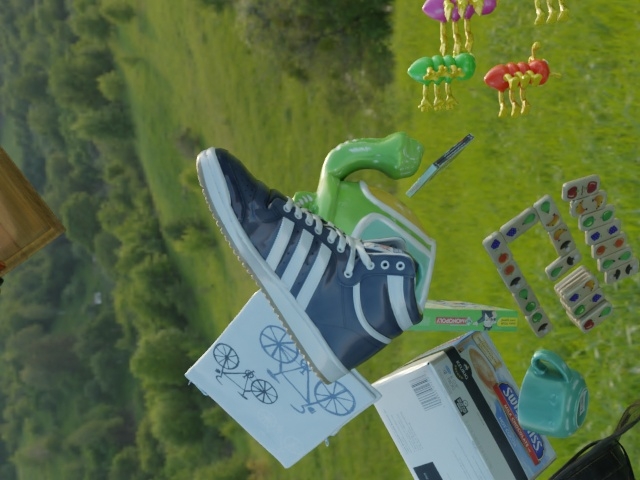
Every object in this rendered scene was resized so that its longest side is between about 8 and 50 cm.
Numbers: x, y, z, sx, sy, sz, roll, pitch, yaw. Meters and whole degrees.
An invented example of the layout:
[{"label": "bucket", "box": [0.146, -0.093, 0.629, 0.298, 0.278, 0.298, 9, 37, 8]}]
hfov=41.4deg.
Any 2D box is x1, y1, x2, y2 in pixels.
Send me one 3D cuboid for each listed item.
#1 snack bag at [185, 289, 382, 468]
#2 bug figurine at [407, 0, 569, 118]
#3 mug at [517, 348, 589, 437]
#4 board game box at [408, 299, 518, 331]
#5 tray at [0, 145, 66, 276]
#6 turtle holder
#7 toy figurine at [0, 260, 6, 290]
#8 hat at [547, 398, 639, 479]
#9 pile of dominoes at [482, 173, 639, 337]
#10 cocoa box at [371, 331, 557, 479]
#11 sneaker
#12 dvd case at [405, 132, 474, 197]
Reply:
[{"label": "snack bag", "box": [-0.086, 0.298, 1.755, 0.323, 0.037, 0.342, 42, 126, 1]}, {"label": "bug figurine", "box": [0.223, -0.256, 1.056, 0.279, 0.216, 0.072, 96, 165, -64]}, {"label": "mug", "box": [0.419, 0.282, 1.512, 0.097, 0.158, 0.129, 10, 68, 32]}, {"label": "board game box", "box": [0.205, 0.149, 1.714, 0.213, 0.317, 0.046, -174, 87, -68]}, {"label": "tray", "box": [-0.548, -0.118, 1.118, 0.411, 0.203, 0.076, 56, 163, -14]}, {"label": "turtle holder", "box": [0.060, 0.009, 1.332, 0.243, 0.227, 0.320, 102, -179, -62]}, {"label": "toy figurine", "box": [-0.389, 0.062, 0.733, 0.209, 0.213, 0.148, 14, 81, 67]}, {"label": "hat", "box": [0.328, 0.336, 1.026, 0.134, 0.331, 0.331, 47, 140, 22]}, {"label": "pile of dominoes", "box": [0.367, 0.032, 1.233, 0.251, 0.196, 0.040, 52, -179, -37]}, {"label": "cocoa box", "box": [0.319, 0.414, 1.921, 0.231, 0.228, 0.347, -35, 81, 47]}, {"label": "sneaker", "box": [0.000, 0.000, 0.877, 0.282, 0.153, 0.099, 58, -172, -15]}, {"label": "dvd case", "box": [0.193, -0.121, 1.365, 0.013, 0.119, 0.087, 48, 140, 6]}]
